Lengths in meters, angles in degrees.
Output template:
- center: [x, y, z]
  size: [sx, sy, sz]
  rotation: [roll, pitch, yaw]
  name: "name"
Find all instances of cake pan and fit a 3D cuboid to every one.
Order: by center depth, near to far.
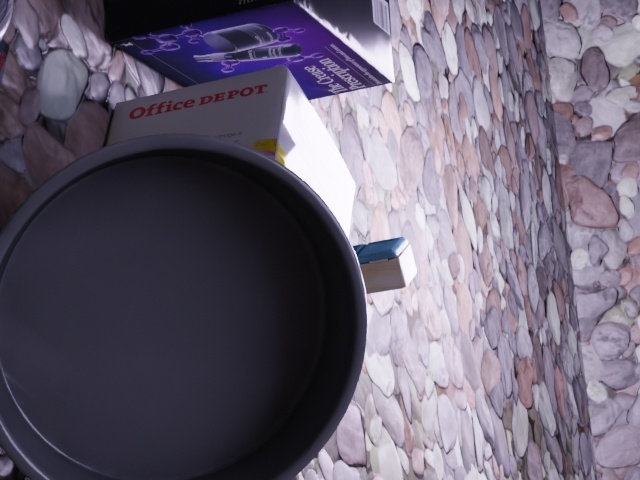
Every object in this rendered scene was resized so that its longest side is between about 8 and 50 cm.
- center: [-0.112, 0.064, 1.231]
  size: [0.054, 0.293, 0.293]
  rotation: [-146, -140, -71]
  name: "cake pan"

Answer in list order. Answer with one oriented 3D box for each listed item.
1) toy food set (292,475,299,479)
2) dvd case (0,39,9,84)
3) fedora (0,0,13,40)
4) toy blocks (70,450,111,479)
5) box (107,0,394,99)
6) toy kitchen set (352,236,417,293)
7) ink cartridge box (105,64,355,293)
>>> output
- center: [-0.042, 0.357, 1.414]
  size: [0.220, 0.092, 0.306]
  rotation: [81, 14, -49]
  name: "toy food set"
- center: [-0.271, -0.145, 1.227]
  size: [0.119, 0.013, 0.087]
  rotation: [52, 34, -49]
  name: "dvd case"
- center: [-0.280, -0.154, 1.032]
  size: [0.243, 0.124, 0.275]
  rotation: [65, 25, -23]
  name: "fedora"
- center: [-0.150, 0.220, 1.323]
  size: [0.123, 0.054, 0.148]
  rotation: [-49, 126, -63]
  name: "toy blocks"
- center: [-0.060, -0.209, 1.567]
  size: [0.261, 0.184, 0.103]
  rotation: [26, 60, -65]
  name: "box"
- center: [0.000, 0.000, 1.718]
  size: [0.207, 0.122, 0.166]
  rotation: [-47, 125, -65]
  name: "toy kitchen set"
- center: [-0.084, 0.000, 1.428]
  size: [0.168, 0.171, 0.232]
  rotation: [58, 30, -45]
  name: "ink cartridge box"
